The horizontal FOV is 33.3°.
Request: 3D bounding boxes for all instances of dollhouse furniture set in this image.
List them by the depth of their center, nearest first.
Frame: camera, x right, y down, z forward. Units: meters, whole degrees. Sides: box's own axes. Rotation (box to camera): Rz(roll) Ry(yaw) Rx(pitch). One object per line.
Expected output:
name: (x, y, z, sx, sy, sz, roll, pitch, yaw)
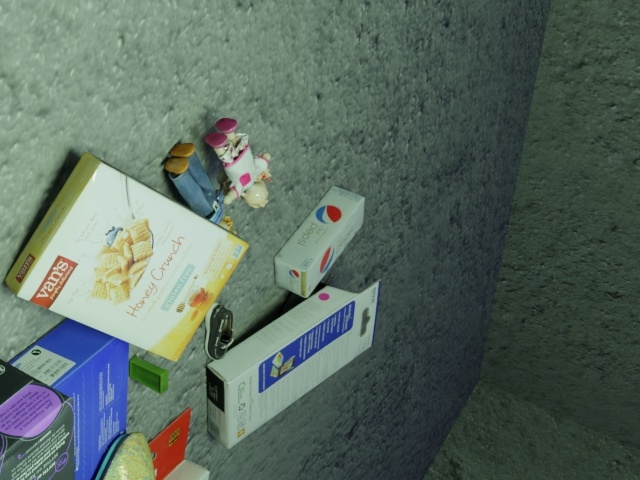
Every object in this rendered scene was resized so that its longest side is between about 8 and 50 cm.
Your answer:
dollhouse furniture set: (-0.209, 0.153, 1.552, 0.152, 0.059, 0.076, -43, 150, -49)

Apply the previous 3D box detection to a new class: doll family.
doll family: (-0.167, -0.032, 1.408, 0.263, 0.118, 0.163, -59, 142, -34)

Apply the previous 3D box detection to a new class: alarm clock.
alarm clock: (-0.034, 0.154, 2.003, 0.129, 0.064, 0.192, -11, 119, -67)

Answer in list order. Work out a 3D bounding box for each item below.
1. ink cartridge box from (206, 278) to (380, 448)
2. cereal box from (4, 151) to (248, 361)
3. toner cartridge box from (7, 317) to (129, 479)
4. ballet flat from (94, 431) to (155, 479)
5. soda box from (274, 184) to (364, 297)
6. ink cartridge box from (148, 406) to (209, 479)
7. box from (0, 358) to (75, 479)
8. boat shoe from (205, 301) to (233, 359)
ink cartridge box: (-0.043, 0.202, 1.892, 0.371, 0.069, 0.175, -30, 141, -33)
cereal box: (-0.215, 0.025, 1.230, 0.240, 0.047, 0.173, 30, 93, -44)
toner cartridge box: (-0.323, 0.269, 1.354, 0.165, 0.075, 0.347, -41, 147, -49)
ballet flat: (-0.267, 0.423, 1.383, 0.348, 0.123, 0.123, -67, 161, 0)
soda box: (0.000, 0.000, 1.920, 0.216, 0.069, 0.074, -51, 155, -37)
ink cartridge box: (-0.270, 0.430, 1.693, 0.275, 0.060, 0.239, -39, 147, -53)
box: (-0.367, 0.277, 1.143, 0.165, 0.143, 0.270, -41, 147, -48)
boat shoe: (-0.158, 0.150, 1.713, 0.046, 0.038, 0.125, -48, 153, -43)
